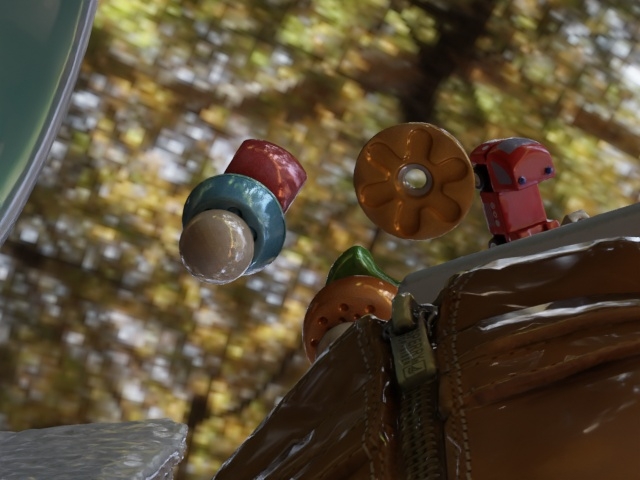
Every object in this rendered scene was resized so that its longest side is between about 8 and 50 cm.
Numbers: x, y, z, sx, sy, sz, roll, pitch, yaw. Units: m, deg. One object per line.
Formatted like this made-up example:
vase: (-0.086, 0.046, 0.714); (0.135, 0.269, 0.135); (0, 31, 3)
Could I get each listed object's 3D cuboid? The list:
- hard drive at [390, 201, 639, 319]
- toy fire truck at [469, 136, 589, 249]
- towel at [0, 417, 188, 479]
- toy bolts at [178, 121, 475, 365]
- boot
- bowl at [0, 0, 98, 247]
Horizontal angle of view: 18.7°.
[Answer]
hard drive: (0.116, 0.090, 1.050); (0.307, 0.040, 0.203); (-20, -129, 59)
toy fire truck: (0.194, 0.008, 1.589); (0.135, 0.047, 0.192); (3, -70, 60)
towel: (-0.142, 0.100, 0.673); (0.187, 0.282, 0.049); (-5, -90, 2)
toy bolts: (0.000, 0.000, 1.568); (0.228, 0.158, 0.218); (25, -66, 3)
boot: (-0.018, 0.094, 0.356); (0.283, 0.109, 0.220); (-27, -155, 4)
bowl: (-0.178, -0.118, 0.385); (0.163, 0.311, 0.311); (5, -100, 21)
